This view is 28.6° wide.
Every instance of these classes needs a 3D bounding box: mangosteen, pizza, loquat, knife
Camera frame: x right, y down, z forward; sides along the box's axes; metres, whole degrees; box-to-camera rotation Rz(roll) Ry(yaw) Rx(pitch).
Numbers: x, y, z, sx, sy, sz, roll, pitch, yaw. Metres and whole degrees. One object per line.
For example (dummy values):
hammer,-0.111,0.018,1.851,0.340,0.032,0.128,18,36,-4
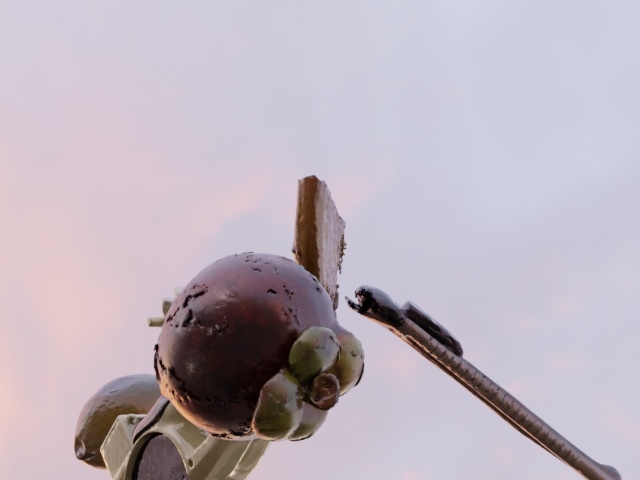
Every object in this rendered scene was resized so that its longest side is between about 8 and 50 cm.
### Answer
mangosteen,-0.047,0.099,1.069,0.180,0.166,0.166,32,-34,36
pizza,0.000,0.000,1.311,0.036,0.176,0.185,0,-62,10
loquat,-0.300,0.286,1.946,0.152,0.195,0.152,23,-58,41
knife,0.181,0.156,1.321,0.365,0.089,0.043,37,-83,0

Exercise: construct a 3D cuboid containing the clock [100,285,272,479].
clock,-0.149,0.216,1.546,0.120,0.276,0.379,7,-56,-39
